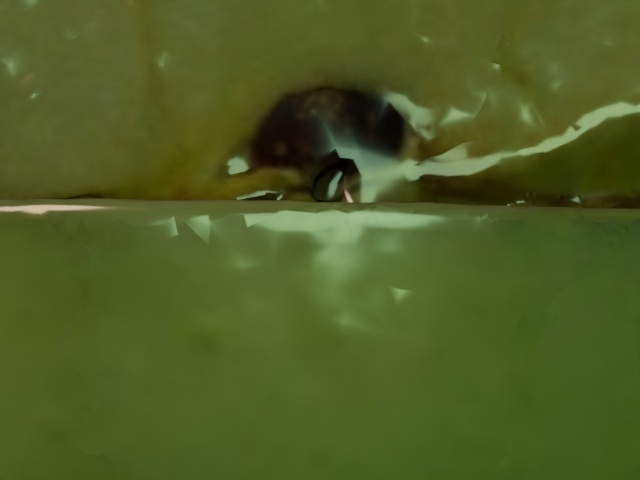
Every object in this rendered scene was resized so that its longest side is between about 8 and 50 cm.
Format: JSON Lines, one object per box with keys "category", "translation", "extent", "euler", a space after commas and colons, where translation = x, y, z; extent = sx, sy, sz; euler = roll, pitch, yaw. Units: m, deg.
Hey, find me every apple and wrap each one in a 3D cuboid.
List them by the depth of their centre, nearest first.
{"category": "apple", "translation": [-0.002, 0.020, 0.483], "extent": [0.257, 0.233, 0.295], "euler": [-1, 35, -17]}
